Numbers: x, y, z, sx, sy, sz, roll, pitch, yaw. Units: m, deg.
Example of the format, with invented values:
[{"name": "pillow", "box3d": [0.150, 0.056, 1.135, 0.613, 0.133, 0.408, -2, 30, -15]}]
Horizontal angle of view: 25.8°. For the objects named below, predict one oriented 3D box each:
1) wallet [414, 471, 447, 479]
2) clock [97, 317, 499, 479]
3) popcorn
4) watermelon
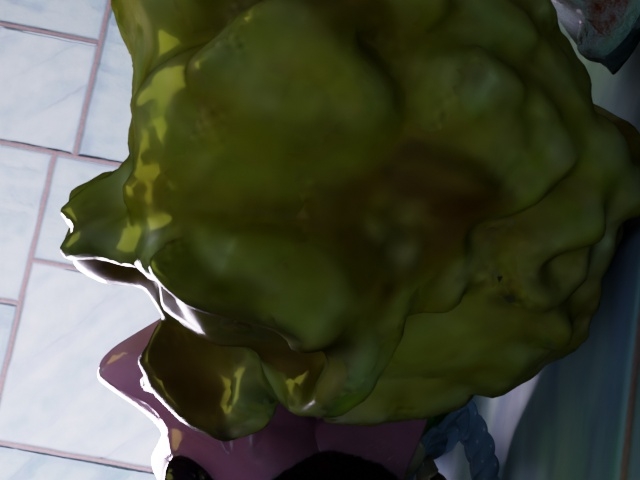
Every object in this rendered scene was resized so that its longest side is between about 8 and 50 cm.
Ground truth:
[{"name": "wallet", "box3d": [0.054, 0.262, 0.940, 0.110, 0.031, 0.198, -85, 6, -61]}, {"name": "clock", "box3d": [0.003, 0.110, 0.757, 0.195, 0.194, 0.100, 59, 149, 15]}, {"name": "popcorn", "box3d": [0.010, -0.032, 0.632, 0.224, 0.257, 0.270, 49, 129, 47]}, {"name": "watermelon", "box3d": [0.124, -0.113, 0.650, 0.085, 0.061, 0.085, 17, -90, -86]}]
